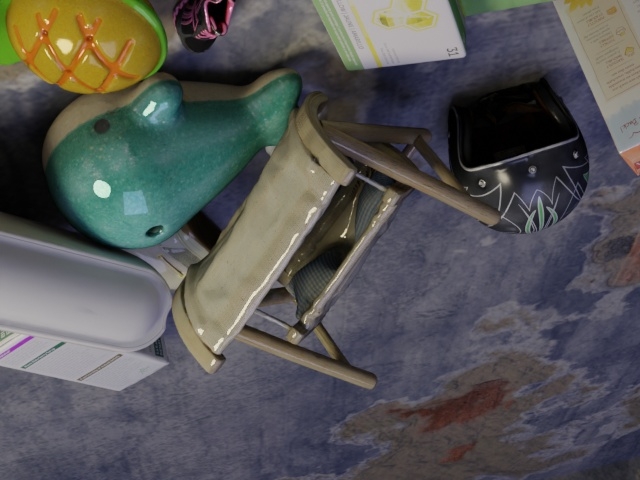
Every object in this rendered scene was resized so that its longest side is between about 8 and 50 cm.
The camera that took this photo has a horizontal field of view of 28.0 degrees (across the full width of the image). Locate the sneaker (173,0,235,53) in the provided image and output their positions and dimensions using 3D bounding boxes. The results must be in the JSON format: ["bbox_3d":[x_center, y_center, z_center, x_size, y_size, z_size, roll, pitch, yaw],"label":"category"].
[{"bbox_3d":[-0.102,-0.202,1.165,0.047,0.057,0.119,-7,153,-21],"label":"sneaker"}]

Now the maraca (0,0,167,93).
[{"bbox_3d":[-0.222,-0.182,1.101,0.186,0.099,0.127,8,142,6],"label":"maraca"}]

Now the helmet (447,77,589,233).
[{"bbox_3d":[0.224,-0.086,1.443,0.169,0.161,0.169,-13,152,-7],"label":"helmet"}]

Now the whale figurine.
[{"bbox_3d":[-0.136,-0.081,1.280,0.272,0.141,0.216,-17,153,-8],"label":"whale figurine"}]

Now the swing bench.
[{"bbox_3d":[0.000,0.000,1.312,0.255,0.165,0.253,14,121,-45],"label":"swing bench"}]

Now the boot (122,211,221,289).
[{"bbox_3d":[-0.191,0.042,1.550,0.165,0.077,0.213,-22,147,9],"label":"boot"}]

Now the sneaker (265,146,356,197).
[{"bbox_3d":[0.013,-0.073,1.446,0.170,0.074,0.063,13,140,-44],"label":"sneaker"}]

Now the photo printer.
[{"bbox_3d":[-0.319,0.028,1.297,0.256,0.107,0.307,16,179,43],"label":"photo printer"}]

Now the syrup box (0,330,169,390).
[{"bbox_3d":[-0.307,0.111,1.593,0.096,0.093,0.237,-30,149,25],"label":"syrup box"}]

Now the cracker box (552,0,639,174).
[{"bbox_3d":[0.320,-0.198,1.210,0.156,0.232,0.067,-26,151,19],"label":"cracker box"}]

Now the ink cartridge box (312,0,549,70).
[{"bbox_3d":[0.116,-0.233,1.169,0.235,0.056,0.171,-4,155,15],"label":"ink cartridge box"}]
